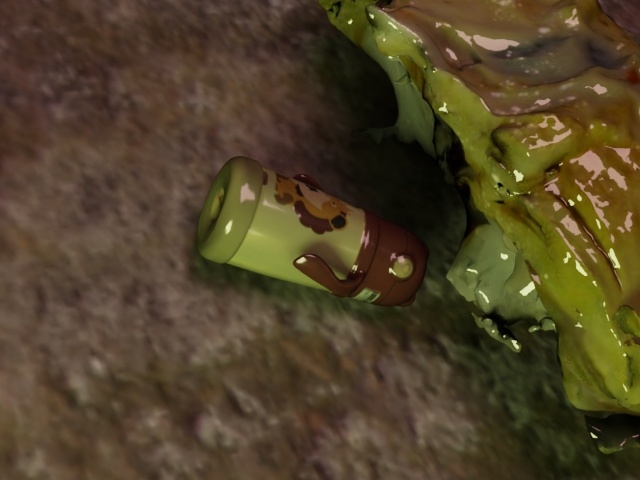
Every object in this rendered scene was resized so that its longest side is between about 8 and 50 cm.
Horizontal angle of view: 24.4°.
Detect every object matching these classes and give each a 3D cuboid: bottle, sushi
[{"bbox_3d":[0.000,-0.002,0.642,0.101,0.047,0.063,19,58,-17],"label":"bottle"},{"bbox_3d":[0.086,-0.035,0.662,0.139,0.131,0.291,-13,62,-30],"label":"sushi"}]
